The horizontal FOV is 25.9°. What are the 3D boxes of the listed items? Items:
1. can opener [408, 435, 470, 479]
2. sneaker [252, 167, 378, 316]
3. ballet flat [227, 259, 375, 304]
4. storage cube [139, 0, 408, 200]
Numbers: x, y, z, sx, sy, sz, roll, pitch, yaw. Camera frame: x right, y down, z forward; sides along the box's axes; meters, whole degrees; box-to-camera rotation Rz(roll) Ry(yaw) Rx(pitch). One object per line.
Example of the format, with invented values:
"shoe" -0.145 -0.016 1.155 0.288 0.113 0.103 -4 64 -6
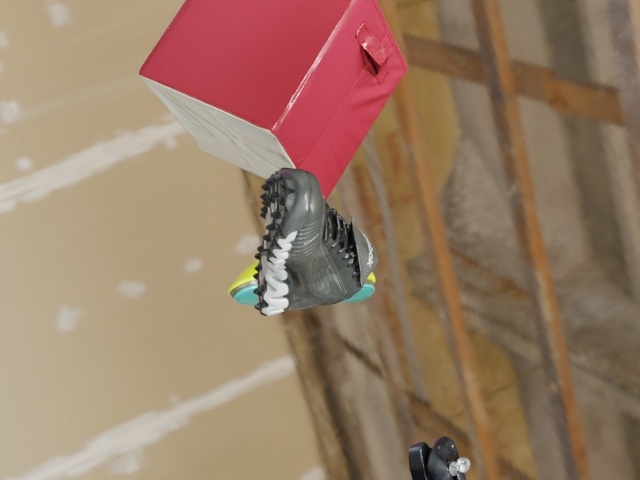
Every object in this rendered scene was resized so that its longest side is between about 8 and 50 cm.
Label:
"can opener" 0.175 0.342 1.803 0.073 0.059 0.186 -15 -82 51
"sneaker" 0.000 0.000 1.192 0.234 0.106 0.078 103 -15 -65
"ballet flat" -0.029 0.037 1.725 0.077 0.231 0.077 -38 -118 41
"storage cube" -0.046 -0.186 1.527 0.215 0.193 0.184 26 -13 26
